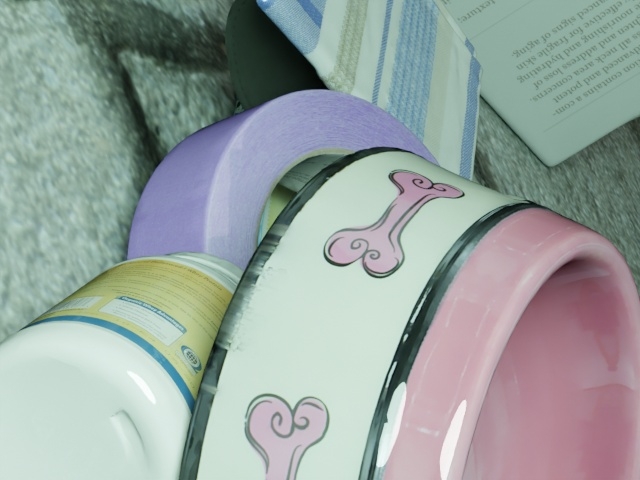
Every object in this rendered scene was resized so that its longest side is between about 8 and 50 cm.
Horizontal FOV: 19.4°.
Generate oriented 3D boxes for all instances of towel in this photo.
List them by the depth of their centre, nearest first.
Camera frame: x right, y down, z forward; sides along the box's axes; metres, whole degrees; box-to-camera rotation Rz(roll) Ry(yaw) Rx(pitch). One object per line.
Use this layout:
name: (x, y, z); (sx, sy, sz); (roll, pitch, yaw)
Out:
towel: (0.043, -0.160, 1.471); (0.285, 0.034, 0.209); (47, 37, -37)

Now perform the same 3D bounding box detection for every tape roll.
tape roll: (-0.004, 0.035, 1.338); (0.275, 0.090, 0.275); (15, 68, -41)

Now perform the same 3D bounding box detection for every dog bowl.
dog bowl: (0.079, 0.151, 1.152); (0.408, 0.150, 0.408); (-29, 123, -57)

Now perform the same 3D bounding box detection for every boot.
boot: (0.020, -0.135, 1.573); (0.263, 0.091, 0.229); (58, 23, -21)

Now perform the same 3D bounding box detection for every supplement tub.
supplement tub: (-0.110, 0.092, 1.124); (0.144, 0.144, 0.199); (57, 25, -4)

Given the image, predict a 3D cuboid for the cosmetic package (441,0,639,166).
cosmetic package: (0.272, -0.372, 2.161); (0.393, 0.329, 0.327); (44, 28, -31)

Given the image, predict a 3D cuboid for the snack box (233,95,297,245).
snack box: (0.000, 0.000, 1.539); (0.187, 0.060, 0.322); (44, 28, -25)
